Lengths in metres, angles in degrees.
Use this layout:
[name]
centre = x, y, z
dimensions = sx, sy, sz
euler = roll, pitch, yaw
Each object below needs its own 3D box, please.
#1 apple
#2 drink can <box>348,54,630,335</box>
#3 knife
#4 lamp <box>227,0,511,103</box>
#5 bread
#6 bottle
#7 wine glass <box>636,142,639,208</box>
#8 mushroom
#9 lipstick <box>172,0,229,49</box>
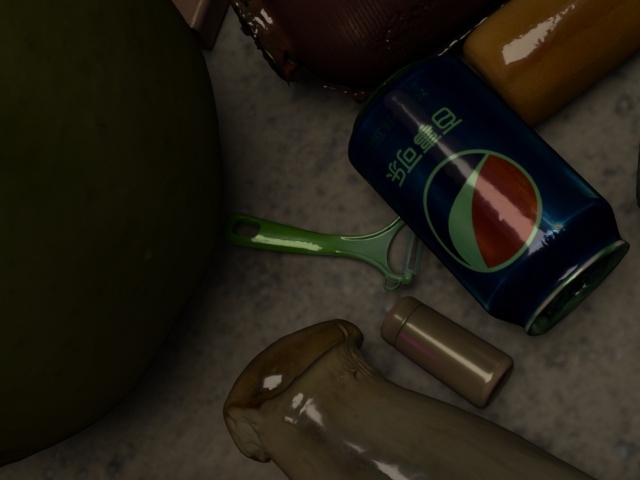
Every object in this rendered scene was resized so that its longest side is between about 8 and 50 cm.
[apple]
centre = -0.295, -0.065, 0.680
dimensions = 0.474, 0.473, 0.473
euler = -4, 74, 13
[drink can]
centre = 0.119, -0.035, 0.719
dimensions = 0.118, 0.118, 0.205
euler = -42, 70, 0
[knife]
centre = 0.001, 0.002, 0.787
dimensions = 0.166, 0.022, 0.078
euler = 5, 52, 16
[lamp]
centre = 0.056, -0.221, 0.762
dimensions = 0.258, 0.180, 0.180
euler = -34, 69, 3
[bread]
centre = 0.224, -0.184, 0.746
dimensions = 0.239, 0.074, 0.092
euler = -37, 110, 2
[bottle]
centre = 0.093, 0.081, 0.731
dimensions = 0.096, 0.045, 0.045
euler = 34, 85, 23
[wine glass]
centre = 0.269, 0.105, 0.517
dimensions = 0.267, 0.267, 0.406
euler = 6, 50, 16
[mushroom]
centre = 0.118, 0.199, 0.647
dimensions = 0.407, 0.137, 0.154
euler = 40, 100, 14
[lipstick]
centre = -0.097, -0.245, 0.872
dimensions = 0.045, 0.045, 0.145
euler = 14, 78, 16
